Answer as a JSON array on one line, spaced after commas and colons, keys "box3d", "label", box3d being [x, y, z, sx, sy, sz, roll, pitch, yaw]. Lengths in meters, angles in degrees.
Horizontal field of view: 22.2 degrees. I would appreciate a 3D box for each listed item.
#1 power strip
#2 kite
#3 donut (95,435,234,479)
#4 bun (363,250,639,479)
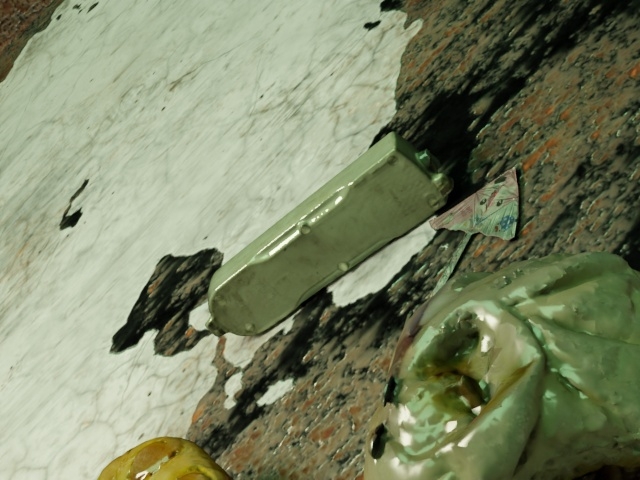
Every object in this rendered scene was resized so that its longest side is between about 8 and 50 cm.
[{"box3d": [0.000, 0.002, 1.574, 0.286, 0.080, 0.048, -38, 23, 18], "label": "power strip"}, {"box3d": [0.134, -0.007, 1.476, 0.152, 0.005, 0.137, -53, 26, -13], "label": "kite"}, {"box3d": [-0.147, 0.279, 1.366, 0.226, 0.114, 0.226, -33, 30, 22], "label": "donut"}, {"box3d": [0.135, 0.130, 1.084, 0.281, 0.205, 0.281, -34, 28, 21], "label": "bun"}]
